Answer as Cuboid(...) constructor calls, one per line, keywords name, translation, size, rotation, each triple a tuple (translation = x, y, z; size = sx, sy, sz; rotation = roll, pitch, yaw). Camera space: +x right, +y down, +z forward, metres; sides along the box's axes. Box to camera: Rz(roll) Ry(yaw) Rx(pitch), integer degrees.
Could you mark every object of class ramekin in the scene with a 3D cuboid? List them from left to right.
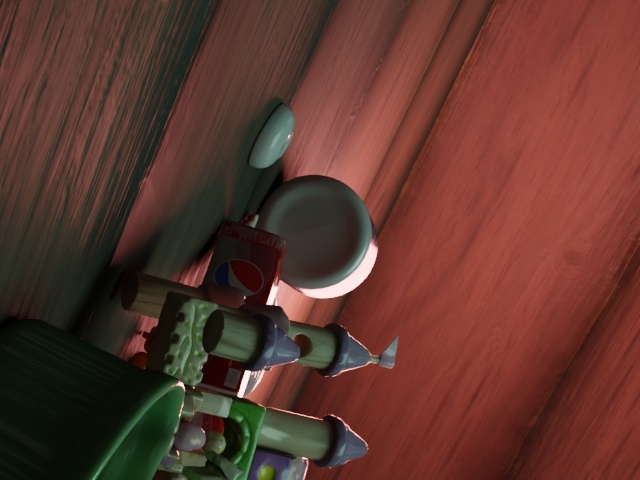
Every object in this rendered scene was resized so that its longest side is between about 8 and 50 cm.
Cuboid(name="ramekin", translation=(-0.255, 0.214, 1.526), size=(0.303, 0.148, 0.303), rotation=(-59, 173, -12))

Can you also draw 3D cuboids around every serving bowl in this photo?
Cuboid(name="serving bowl", translation=(-0.052, -0.119, 2.125), size=(0.083, 0.027, 0.083), rotation=(-60, 174, -11))

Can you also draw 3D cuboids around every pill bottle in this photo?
Cuboid(name="pill bottle", translation=(0.000, 0.000, 2.468), size=(0.153, 0.153, 0.265), rotation=(-60, 174, -2))

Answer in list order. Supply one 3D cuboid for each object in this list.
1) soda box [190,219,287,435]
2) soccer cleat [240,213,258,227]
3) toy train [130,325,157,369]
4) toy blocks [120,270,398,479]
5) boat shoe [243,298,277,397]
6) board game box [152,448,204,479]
Cuboid(name="soda box", translation=(-0.109, 0.102, 2.112), size=(0.263, 0.083, 0.092), rotation=(-72, 177, -45))
Cuboid(name="soccer cleat", translation=(-0.095, 0.002, 2.273), size=(0.083, 0.035, 0.029), rotation=(-56, 171, -32))
Cuboid(name="toy train", translation=(-0.207, 0.153, 2.069), size=(0.125, 0.046, 0.166), rotation=(-56, 169, -25))
Cuboid(name="toy blocks", translation=(-0.058, 0.203, 1.772), size=(0.309, 0.260, 0.289), rotation=(13, -94, 62))
Cuboid(name="boat shoe", translation=(-0.124, 0.153, 2.566), size=(0.081, 0.079, 0.227), rotation=(-41, 157, -42))
Cuboid(name="board game box", translation=(-0.244, 0.378, 2.499), size=(0.224, 0.097, 0.303), rotation=(-57, 171, -30))
